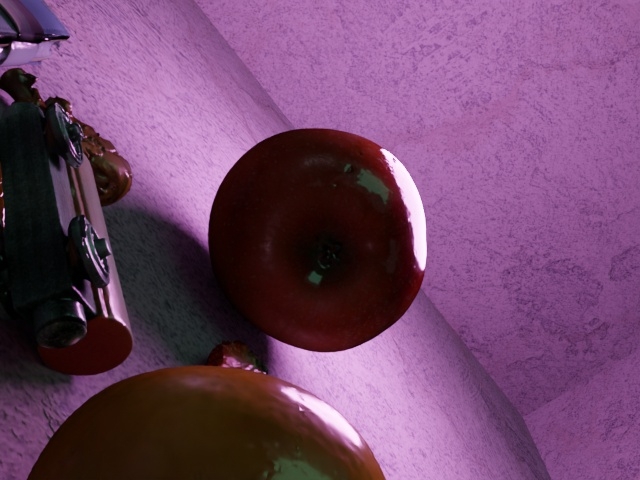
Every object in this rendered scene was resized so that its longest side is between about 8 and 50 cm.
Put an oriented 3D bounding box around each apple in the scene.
[{"bbox_3d":[0.000,0.000,1.178,0.349,0.348,0.277,53,-5,-11],"label":"apple"}]

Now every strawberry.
[{"bbox_3d":[-0.112,0.180,0.964,0.104,0.048,0.152,61,25,-9],"label":"strawberry"}]

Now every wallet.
[{"bbox_3d":[-0.421,-0.292,0.943,0.176,0.075,0.250,51,14,-6],"label":"wallet"}]

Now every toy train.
[{"bbox_3d":[-0.254,-0.004,0.754,0.177,0.116,0.286,75,-9,-54],"label":"toy train"}]

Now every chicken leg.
[{"bbox_3d":[-0.313,-0.122,0.920,0.207,0.085,0.101,48,23,3],"label":"chicken leg"}]

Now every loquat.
[{"bbox_3d":[-0.076,0.210,0.532,0.263,0.263,0.263,52,13,-17],"label":"loquat"}]

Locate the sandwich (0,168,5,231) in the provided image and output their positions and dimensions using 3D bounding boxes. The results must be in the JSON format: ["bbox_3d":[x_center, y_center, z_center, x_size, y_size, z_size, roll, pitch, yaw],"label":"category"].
[{"bbox_3d":[-0.358,-0.105,0.653,0.258,0.094,0.096,55,17,-12],"label":"sandwich"}]
